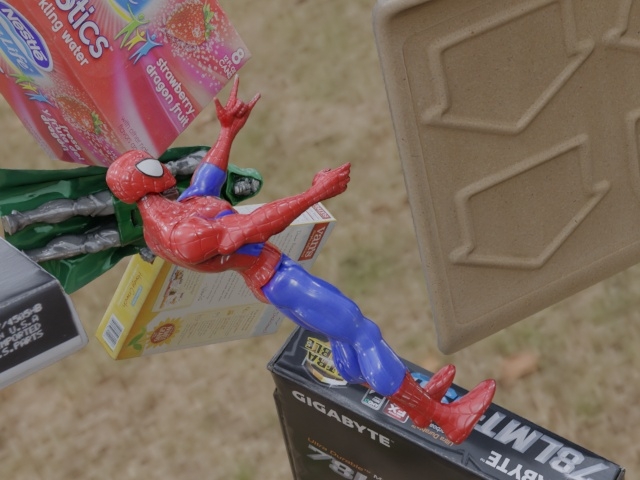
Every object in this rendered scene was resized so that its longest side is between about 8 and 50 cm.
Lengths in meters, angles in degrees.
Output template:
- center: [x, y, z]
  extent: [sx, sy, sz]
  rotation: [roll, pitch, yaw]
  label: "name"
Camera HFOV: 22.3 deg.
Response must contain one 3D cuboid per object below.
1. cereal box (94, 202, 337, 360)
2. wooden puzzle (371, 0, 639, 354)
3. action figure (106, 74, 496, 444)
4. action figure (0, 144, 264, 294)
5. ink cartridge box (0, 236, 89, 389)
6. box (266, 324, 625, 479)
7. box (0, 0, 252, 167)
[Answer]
- center: [-0.109, 0.039, 1.740]
  extent: [0.240, 0.047, 0.173]
  rotation: [-7, -45, -47]
  label: "cereal box"
- center: [0.196, -0.108, 1.204]
  extent: [0.322, 0.348, 0.080]
  rotation: [-24, 43, -13]
  label: "wooden puzzle"
- center: [0.000, 0.000, 1.020]
  extent: [0.139, 0.280, 0.091]
  rotation: [-61, 22, -9]
  label: "action figure"
- center: [-0.158, -0.027, 1.413]
  extent: [0.232, 0.137, 0.063]
  rotation: [-17, 30, -17]
  label: "action figure"
- center: [-0.358, 0.079, 1.164]
  extent: [0.304, 0.072, 0.307]
  rotation: [-28, 26, -20]
  label: "ink cartridge box"
- center: [0.107, 0.213, 1.383]
  extent: [0.295, 0.293, 0.073]
  rotation: [25, 65, 19]
  label: "box"
- center: [-0.209, -0.215, 1.288]
  extent: [0.142, 0.300, 0.154]
  rotation: [10, 51, 47]
  label: "box"
